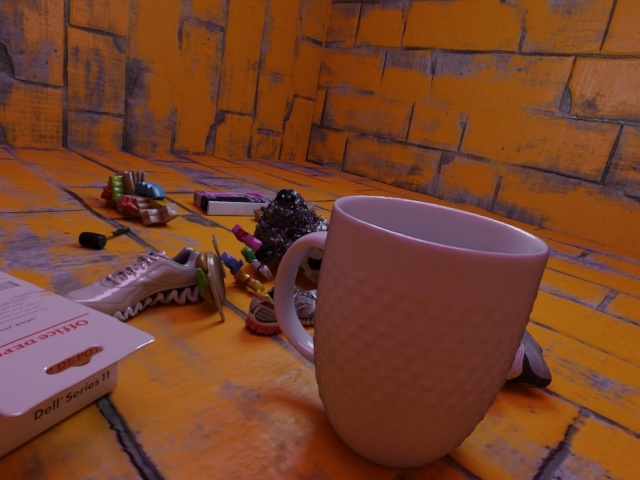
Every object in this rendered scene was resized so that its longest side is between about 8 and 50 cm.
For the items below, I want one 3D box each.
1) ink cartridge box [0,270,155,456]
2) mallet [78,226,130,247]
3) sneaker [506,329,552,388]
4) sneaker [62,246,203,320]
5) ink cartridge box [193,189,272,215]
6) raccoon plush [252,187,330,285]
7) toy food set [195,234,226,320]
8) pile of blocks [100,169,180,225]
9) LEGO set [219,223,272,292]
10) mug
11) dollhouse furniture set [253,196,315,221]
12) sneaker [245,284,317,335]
[{"bbox_3d":[-0.418,0.155,0.559,0.354,0.119,0.207,15,16,20],"label":"ink cartridge box"},{"bbox_3d":[-0.582,-0.014,1.201,0.063,0.039,0.190,12,12,11],"label":"mallet"},{"bbox_3d":[0.401,0.220,0.907,0.108,0.100,0.271,26,21,3],"label":"sneaker"},{"bbox_3d":[-0.363,0.080,0.860,0.110,0.118,0.292,24,22,34],"label":"sneaker"},{"bbox_3d":[-0.317,-0.150,1.779,0.371,0.069,0.176,1,18,-35],"label":"ink cartridge box"},{"bbox_3d":[0.000,0.000,1.240,0.299,0.216,0.446,28,12,6],"label":"raccoon plush"},{"bbox_3d":[-0.236,0.080,0.924,0.039,0.132,0.192,-12,27,-5],"label":"toy food set"},{"bbox_3d":[-0.628,-0.153,1.435,0.362,0.148,0.113,20,19,30],"label":"pile of blocks"},{"bbox_3d":[-0.163,0.069,1.021,0.093,0.087,0.227,32,-20,20],"label":"LEGO set"},{"bbox_3d":[0.085,0.114,0.630,0.374,0.327,0.276,19,18,30],"label":"mug"},{"bbox_3d":[-0.137,-0.083,1.660,0.182,0.101,0.161,24,46,39],"label":"dollhouse furniture set"},{"bbox_3d":[-0.052,0.131,0.912,0.088,0.092,0.225,23,20,39],"label":"sneaker"}]
